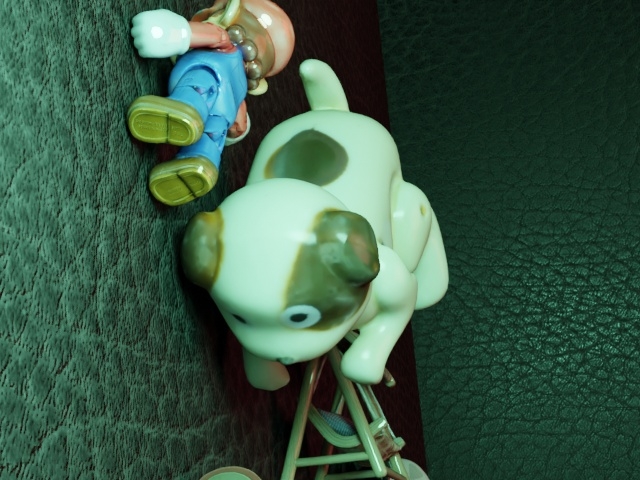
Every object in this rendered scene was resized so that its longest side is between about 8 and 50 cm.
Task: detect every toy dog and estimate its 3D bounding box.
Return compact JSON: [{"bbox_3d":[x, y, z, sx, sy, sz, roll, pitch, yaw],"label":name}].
[{"bbox_3d":[0.000,0.000,1.514,0.408,0.284,0.396,-50,148,-68],"label":"toy dog"}]

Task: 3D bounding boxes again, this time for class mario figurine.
[{"bbox_3d":[-0.148,-0.179,1.435,0.198,0.170,0.320,-59,-174,40],"label":"mario figurine"}]

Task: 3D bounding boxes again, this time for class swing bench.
[{"bbox_3d":[0.032,0.254,1.900,0.253,0.165,0.255,52,32,-70],"label":"swing bench"}]

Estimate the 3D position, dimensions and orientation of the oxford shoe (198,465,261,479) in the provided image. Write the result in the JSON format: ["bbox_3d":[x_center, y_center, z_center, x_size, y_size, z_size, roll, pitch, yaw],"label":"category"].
[{"bbox_3d":[-0.077,0.420,1.294,0.130,0.123,0.348,78,11,-57],"label":"oxford shoe"}]

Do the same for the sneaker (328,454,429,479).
[{"bbox_3d":[0.126,0.458,2.270,0.447,0.169,0.258,-63,147,-68],"label":"sneaker"}]
